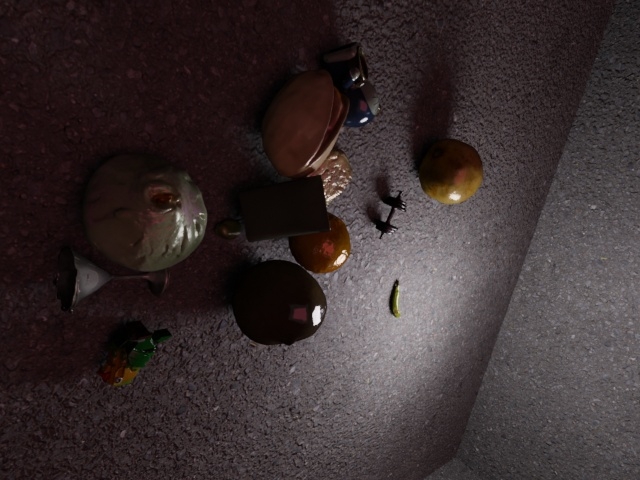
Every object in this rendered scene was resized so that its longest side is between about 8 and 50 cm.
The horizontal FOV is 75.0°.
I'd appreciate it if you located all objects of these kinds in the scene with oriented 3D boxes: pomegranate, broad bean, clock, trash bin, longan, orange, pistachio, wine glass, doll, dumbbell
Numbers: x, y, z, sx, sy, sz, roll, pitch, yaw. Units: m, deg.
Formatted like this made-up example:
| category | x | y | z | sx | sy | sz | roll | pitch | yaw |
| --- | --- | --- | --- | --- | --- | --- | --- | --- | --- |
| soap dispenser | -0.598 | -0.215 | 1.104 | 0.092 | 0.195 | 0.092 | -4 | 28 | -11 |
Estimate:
| category | x | y | z | sx | sy | sz | roll | pitch | yaw |
| --- | --- | --- | --- | --- | --- | --- | --- | --- | --- |
| pomegranate | 0.531 | -0.276 | 1.696 | 0.260 | 0.260 | 0.260 | -19 | 122 | -34 |
| broad bean | -0.273 | -0.032 | 1.247 | 0.083 | 0.045 | 0.063 | -16 | 108 | -44 |
| clock | 0.098 | -0.472 | 1.285 | 0.199 | 0.147 | 0.243 | -76 | 153 | -54 |
| trash bin | -0.100 | -0.091 | 1.218 | 0.241 | 0.122 | 0.164 | -9 | 92 | 1 |
| longan | -0.126 | 0.197 | 1.312 | 0.297 | 0.297 | 0.297 | -19 | 122 | -34 |
| orange | 0.000 | 0.003 | 1.375 | 0.219 | 0.193 | 0.219 | 22 | 52 | -31 |
| pistachio | -0.044 | -0.319 | 1.178 | 0.230 | 0.230 | 0.308 | 36 | 83 | -45 |
| wine glass | -0.509 | 0.090 | 1.036 | 0.232 | 0.156 | 0.156 | 2 | 108 | -47 |
| doll | -0.521 | 0.313 | 1.151 | 0.186 | 0.106 | 0.134 | -55 | 146 | -6 |
| dumbbell | 0.279 | -0.100 | 1.656 | 0.099 | 0.099 | 0.208 | 16 | 101 | -44 |

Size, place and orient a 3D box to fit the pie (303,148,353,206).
| category | x | y | z | sx | sy | sz | roll | pitch | yaw |
| --- | --- | --- | --- | --- | --- | --- | --- | --- | --- |
| pie | 0.020 | -0.216 | 1.405 | 0.218 | 0.052 | 0.185 | -47 | 135 | -11 |

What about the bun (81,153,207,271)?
| category | x | y | z | sx | sy | sz | roll | pitch | yaw |
| --- | --- | --- | --- | --- | --- | --- | --- | --- | --- |
| bun | -0.385 | -0.073 | 0.977 | 0.293 | 0.187 | 0.293 | 9 | 78 | -47 |

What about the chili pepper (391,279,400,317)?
| category | x | y | z | sx | sy | sz | roll | pitch | yaw |
| --- | --- | --- | --- | --- | --- | --- | --- | --- | --- |
| chili pepper | 0.354 | 0.286 | 1.951 | 0.049 | 0.043 | 0.208 | -16 | 120 | -21 |
